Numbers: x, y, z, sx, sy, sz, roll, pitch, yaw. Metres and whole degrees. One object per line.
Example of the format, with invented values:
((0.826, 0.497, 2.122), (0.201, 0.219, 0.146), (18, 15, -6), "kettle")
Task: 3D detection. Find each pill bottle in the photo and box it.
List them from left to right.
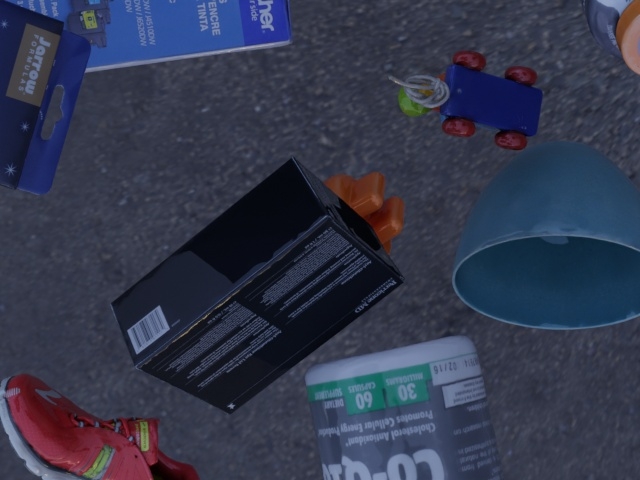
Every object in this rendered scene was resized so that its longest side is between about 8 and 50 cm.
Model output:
((0.112, 0.301, 1.339), (0.204, 0.204, 0.361), (-15, 83, 26), "pill bottle")
((0.320, -0.264, 1.174), (0.130, 0.246, 0.130), (0, 133, 0), "pill bottle")

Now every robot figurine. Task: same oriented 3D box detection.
((0.001, 0.002, 1.477), (0.219, 0.158, 0.128), (-29, 63, 22), "robot figurine")

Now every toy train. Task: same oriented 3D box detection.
((0.147, -0.184, 1.498), (0.143, 0.248, 0.105), (7, 88, 58), "toy train")

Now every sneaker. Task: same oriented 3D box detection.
((-0.237, 0.220, 1.307), (0.118, 0.107, 0.279), (-32, 127, 17), "sneaker")

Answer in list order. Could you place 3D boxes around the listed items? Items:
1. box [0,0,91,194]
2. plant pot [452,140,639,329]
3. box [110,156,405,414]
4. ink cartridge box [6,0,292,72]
((-0.280, -0.123, 0.874), (0.036, 0.225, 0.136), (14, 88, 54), "box")
((0.334, -0.022, 1.650), (0.290, 0.290, 0.195), (-9, 58, 25), "plant pot")
((-0.067, 0.057, 1.293), (0.261, 0.184, 0.103), (-38, 50, 10), "box")
((-0.191, -0.249, 1.201), (0.395, 0.270, 0.151), (-8, 100, -14), "ink cartridge box")
